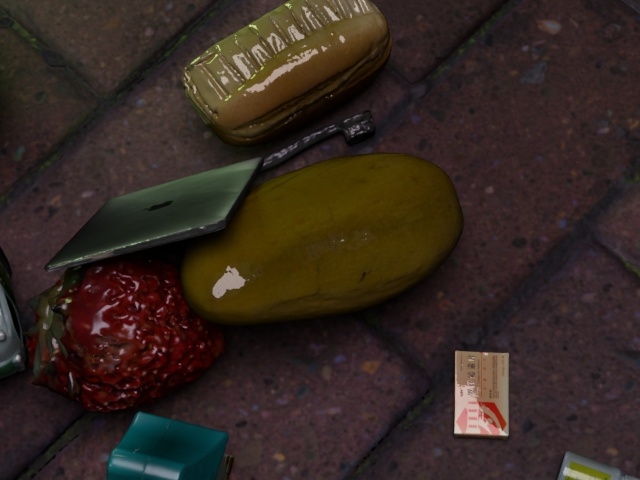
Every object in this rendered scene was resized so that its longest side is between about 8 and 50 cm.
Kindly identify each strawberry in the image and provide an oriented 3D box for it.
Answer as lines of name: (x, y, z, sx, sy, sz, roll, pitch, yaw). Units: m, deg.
strawberry: (-0.197, 0.098, 1.510, 0.201, 0.187, 0.184, 15, 29, -25)

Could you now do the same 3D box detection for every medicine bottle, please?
medicine bottle: (0.281, 0.249, 1.501, 0.083, 0.047, 0.047, 18, 69, 9)

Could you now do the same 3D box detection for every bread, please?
bread: (-0.031, -0.189, 1.637, 0.236, 0.140, 0.106, -30, 74, -8)

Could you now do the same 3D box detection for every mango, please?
mango: (-0.001, -0.004, 1.529, 0.331, 0.142, 0.195, -13, 28, -22)

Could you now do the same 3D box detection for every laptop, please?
laptop: (-0.163, -0.029, 1.510, 0.187, 0.269, 0.015, -14, 105, 10)

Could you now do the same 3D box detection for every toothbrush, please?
toothbrush: (-0.074, -0.080, 1.653, 0.297, 0.030, 0.031, -23, 77, -9)

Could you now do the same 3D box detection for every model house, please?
model house: (-0.152, 0.243, 1.457, 0.100, 0.149, 0.127, 12, 69, 9)

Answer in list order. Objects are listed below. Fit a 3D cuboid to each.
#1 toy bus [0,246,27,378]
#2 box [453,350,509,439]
toy bus: (-0.449, 0.099, 1.527, 0.276, 0.134, 0.165, -21, 68, -7)
box: (0.170, 0.163, 1.556, 0.058, 0.015, 0.093, 3, 67, 0)
